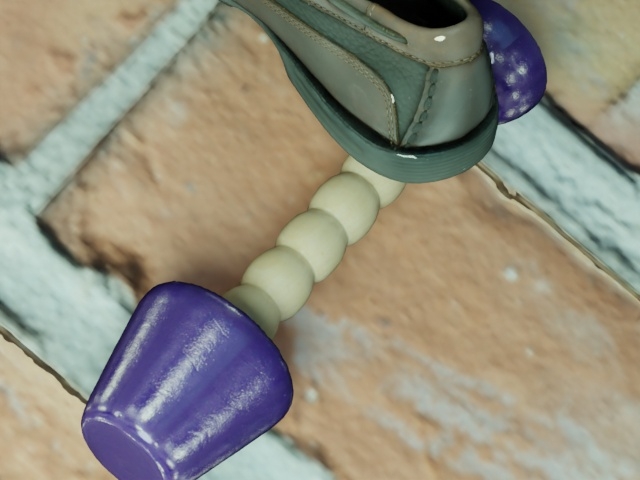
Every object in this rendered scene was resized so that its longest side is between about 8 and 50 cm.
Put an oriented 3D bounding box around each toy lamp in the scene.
[{"bbox_3d":[0.000,0.000,0.816,0.080,0.080,0.275,44,58,0],"label":"toy lamp"}]

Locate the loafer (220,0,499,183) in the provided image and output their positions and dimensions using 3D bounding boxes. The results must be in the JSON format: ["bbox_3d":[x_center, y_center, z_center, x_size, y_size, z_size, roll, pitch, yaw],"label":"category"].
[{"bbox_3d":[-0.013,-0.140,0.819,0.096,0.084,0.267,-30,61,-24],"label":"loafer"}]
